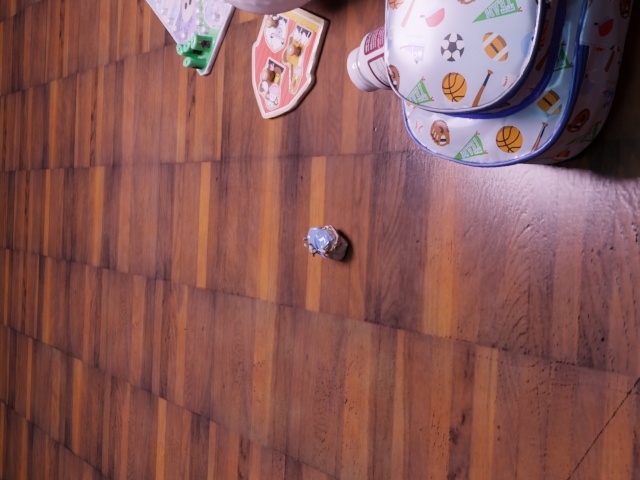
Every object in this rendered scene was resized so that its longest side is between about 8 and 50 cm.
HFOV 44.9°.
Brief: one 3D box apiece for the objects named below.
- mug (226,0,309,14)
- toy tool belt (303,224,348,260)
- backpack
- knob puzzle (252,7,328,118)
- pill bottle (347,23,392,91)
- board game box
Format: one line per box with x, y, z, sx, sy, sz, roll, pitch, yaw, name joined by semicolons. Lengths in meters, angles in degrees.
-0.071;-0.536;1.107;0.328;0.276;0.374;82;-154;-60;mug
0.000;0.000;1.185;0.083;0.051;0.052;37;117;46;toy tool belt
0.197;-0.208;0.832;0.277;0.213;0.263;13;111;48;backpack
-0.072;-0.297;1.301;0.213;0.030;0.213;-1;89;51;knob puzzle
0.108;-0.251;1.027;0.152;0.086;0.086;-14;78;50;pill bottle
-0.250;-0.588;1.516;0.390;0.050;0.389;54;128;37;board game box
